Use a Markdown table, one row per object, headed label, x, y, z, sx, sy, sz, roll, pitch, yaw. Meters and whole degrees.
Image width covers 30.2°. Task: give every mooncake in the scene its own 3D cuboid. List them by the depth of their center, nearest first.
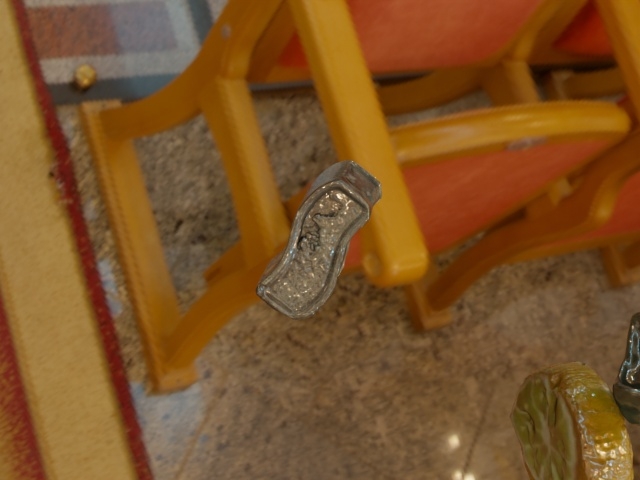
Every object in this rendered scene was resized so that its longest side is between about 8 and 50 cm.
| label | x | y | z | sx | sy | sz | roll | pitch | yaw |
| --- | --- | --- | --- | --- | --- | --- | --- | --- | --- |
| mooncake | 0.504 | 0.192 | 1.773 | 0.168 | 0.104 | 0.175 | 2 | 83 | -46 |

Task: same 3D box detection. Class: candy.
| label | x | y | z | sx | sy | sz | roll | pitch | yaw |
| --- | --- | --- | --- | --- | --- | --- | --- | --- | --- |
| candy | 0.400 | 0.321 | 1.892 | 0.118 | 0.260 | 0.259 | -11 | 76 | -13 |

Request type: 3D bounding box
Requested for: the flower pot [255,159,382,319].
| label | x | y | z | sx | sy | sz | roll | pitch | yaw |
| --- | --- | --- | --- | --- | --- | --- | --- | --- | --- |
| flower pot | 0.000 | 0.000 | 1.722 | 0.103 | 0.229 | 0.108 | 29 | 21 | -1 |
